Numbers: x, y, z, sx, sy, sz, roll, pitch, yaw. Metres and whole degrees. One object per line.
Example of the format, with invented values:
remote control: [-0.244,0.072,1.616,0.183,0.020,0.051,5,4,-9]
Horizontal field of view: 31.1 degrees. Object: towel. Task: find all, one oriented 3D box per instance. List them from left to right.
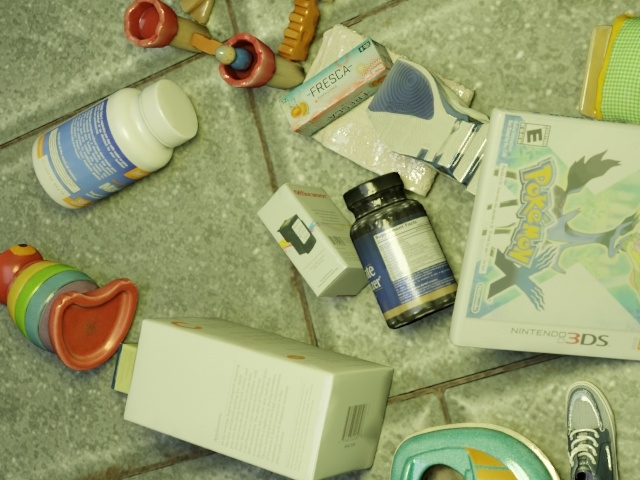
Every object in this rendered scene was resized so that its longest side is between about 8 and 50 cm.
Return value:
towel: [0.090,-0.212,1.824,0.282,0.049,0.187,30,101,26]

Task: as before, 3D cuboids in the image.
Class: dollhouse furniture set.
dollhouse furniture set: [0.426,-0.305,1.560,0.197,0.151,0.301,12,94,52]

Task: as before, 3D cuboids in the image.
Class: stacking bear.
stacking bear: [-0.488,0.100,2.052,0.289,0.175,0.164,28,118,35]

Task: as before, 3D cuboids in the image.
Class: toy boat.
toy boat: [0.218,0.421,1.648,0.267,0.148,0.318,-8,76,27]

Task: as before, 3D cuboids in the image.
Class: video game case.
video game case: [0.345,-0.001,1.542,0.300,0.036,0.329,5,108,-10]

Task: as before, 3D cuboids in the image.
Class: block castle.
block castle: [-0.124,-0.489,1.840,0.303,0.213,0.453,26,101,29]

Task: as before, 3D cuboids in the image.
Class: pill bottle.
pill bottle: [-0.352,-0.171,1.995,0.272,0.152,0.152,-24,76,25]
pill bottle: [0.118,0.013,1.739,0.123,0.123,0.219,-26,83,24]

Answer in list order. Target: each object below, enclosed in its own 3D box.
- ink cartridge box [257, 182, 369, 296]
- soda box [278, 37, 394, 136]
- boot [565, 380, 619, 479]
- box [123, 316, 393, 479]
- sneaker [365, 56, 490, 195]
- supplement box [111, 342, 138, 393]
ink cartridge box: [0.000,0.000,1.813,0.072,0.127,0.175,-46,67,21]
soda box: [0.028,-0.237,1.798,0.183,0.058,0.063,-32,72,21]
boot: [0.378,0.292,1.618,0.069,0.086,0.190,-16,80,26]
box: [-0.096,0.239,1.798,0.345,0.215,0.168,14,94,28]
sneaker: [0.219,-0.131,1.688,0.315,0.182,0.127,41,100,36]
supplement box: [-0.307,0.227,2.000,0.083,0.056,0.083,12,92,28]
